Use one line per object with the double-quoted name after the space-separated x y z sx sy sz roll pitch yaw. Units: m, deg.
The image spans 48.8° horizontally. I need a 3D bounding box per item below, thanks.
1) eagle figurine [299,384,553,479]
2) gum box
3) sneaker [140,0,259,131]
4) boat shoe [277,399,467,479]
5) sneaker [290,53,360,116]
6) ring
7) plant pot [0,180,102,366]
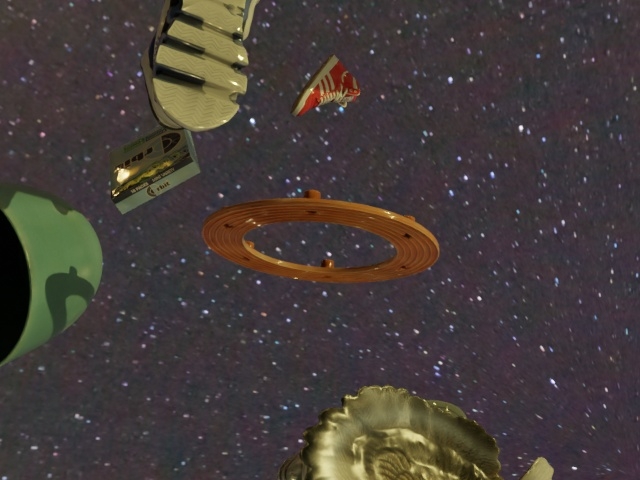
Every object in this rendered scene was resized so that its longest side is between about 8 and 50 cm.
0.115 0.289 0.707 0.298 0.225 0.226 17 -113 13 "eagle figurine"
-0.303 -0.142 1.277 0.157 0.041 0.184 -28 -145 1 "gum box"
-0.145 -0.266 0.847 0.182 0.127 0.316 -7 -116 63 "sneaker"
0.091 0.299 1.000 0.103 0.320 0.118 -22 -103 50 "boat shoe"
0.011 -0.196 0.960 0.118 0.067 0.042 -56 -165 -29 "sneaker"
0.000 0.000 1.004 0.336 0.336 0.032 -3 -110 24 "ring"
-0.491 0.043 1.120 0.293 0.235 0.293 2 -83 20 "plant pot"
